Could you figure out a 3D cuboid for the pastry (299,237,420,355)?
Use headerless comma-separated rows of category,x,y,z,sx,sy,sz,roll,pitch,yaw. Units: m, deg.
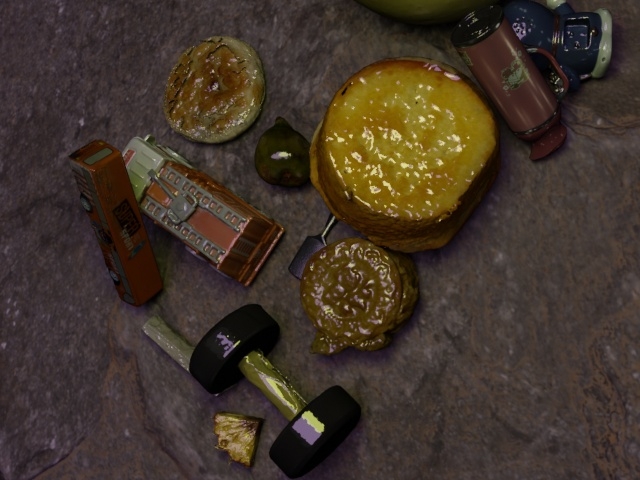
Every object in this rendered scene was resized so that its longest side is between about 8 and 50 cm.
pastry,0.087,0.110,1.678,0.240,0.132,0.235,-10,87,22

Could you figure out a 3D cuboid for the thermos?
thermos,0.390,-0.304,1.580,0.109,0.330,0.136,4,54,52

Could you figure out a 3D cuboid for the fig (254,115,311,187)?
fig,-0.076,-0.191,1.794,0.133,0.185,0.126,-13,116,9

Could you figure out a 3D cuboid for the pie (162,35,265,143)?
pie,-0.247,-0.351,1.884,0.274,0.055,0.274,-5,75,18

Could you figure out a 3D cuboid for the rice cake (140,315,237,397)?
rice cake,-0.295,0.256,1.801,0.256,0.052,0.057,37,63,19

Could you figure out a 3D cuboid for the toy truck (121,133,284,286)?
toy truck,-0.290,-0.076,1.770,0.388,0.207,0.173,34,92,19

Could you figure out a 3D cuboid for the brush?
brush,0.000,0.000,1.771,0.063,0.016,0.193,32,91,18

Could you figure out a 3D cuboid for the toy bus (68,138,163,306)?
toy bus,-0.426,-0.023,1.718,0.092,0.408,0.093,26,52,31

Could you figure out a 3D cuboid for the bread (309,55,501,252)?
bread,0.173,-0.184,1.615,0.398,0.215,0.398,0,77,-1

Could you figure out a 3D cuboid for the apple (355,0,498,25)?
apple,0.192,-0.650,1.602,0.474,0.473,0.473,-3,80,16

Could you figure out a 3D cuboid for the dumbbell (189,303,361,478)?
dumbbell,-0.093,0.303,1.651,0.322,0.204,0.203,43,95,18

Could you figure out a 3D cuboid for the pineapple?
pineapple,-0.167,0.416,1.735,0.116,0.069,0.137,-33,82,4

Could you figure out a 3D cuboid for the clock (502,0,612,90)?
clock,0.457,-0.407,1.638,0.243,0.146,0.199,4,88,10
